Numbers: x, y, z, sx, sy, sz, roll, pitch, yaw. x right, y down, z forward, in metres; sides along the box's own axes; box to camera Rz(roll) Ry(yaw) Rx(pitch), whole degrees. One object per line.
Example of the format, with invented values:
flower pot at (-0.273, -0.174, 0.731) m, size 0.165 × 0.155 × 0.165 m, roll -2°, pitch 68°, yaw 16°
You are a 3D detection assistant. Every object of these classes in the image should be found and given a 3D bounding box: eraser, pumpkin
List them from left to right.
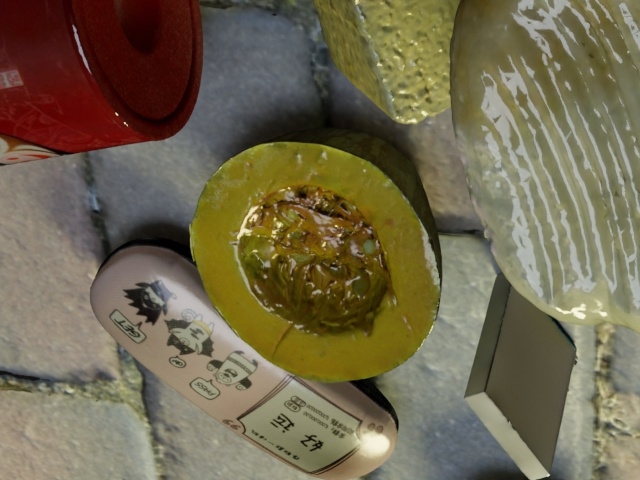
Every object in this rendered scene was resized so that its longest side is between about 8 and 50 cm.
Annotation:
pumpkin at (0.012, -0.003, 1.332) m, size 0.217 × 0.110 × 0.217 m, roll 15°, pitch 128°, yaw 20°
eraser at (0.167, 0.109, 1.340) m, size 0.023 × 0.150 × 0.104 m, roll -22°, pitch 120°, yaw 33°

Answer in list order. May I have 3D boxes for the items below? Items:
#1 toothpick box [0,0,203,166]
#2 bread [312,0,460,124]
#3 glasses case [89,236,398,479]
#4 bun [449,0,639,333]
toothpick box at (-0.279, -0.149, 1.220) m, size 0.333 × 0.204 × 0.204 m, roll -7°, pitch 127°, yaw 21°
bread at (0.047, -0.213, 1.137) m, size 0.178 × 0.142 × 0.266 m, roll 5°, pitch 130°, yaw 33°
glasses case at (-0.066, 0.110, 1.459) m, size 0.314 × 0.075 × 0.122 m, roll 38°, pitch 132°, yaw -16°
bun at (0.269, -0.103, 1.087) m, size 0.365 × 0.219 × 0.365 m, roll 11°, pitch 119°, yaw 21°
